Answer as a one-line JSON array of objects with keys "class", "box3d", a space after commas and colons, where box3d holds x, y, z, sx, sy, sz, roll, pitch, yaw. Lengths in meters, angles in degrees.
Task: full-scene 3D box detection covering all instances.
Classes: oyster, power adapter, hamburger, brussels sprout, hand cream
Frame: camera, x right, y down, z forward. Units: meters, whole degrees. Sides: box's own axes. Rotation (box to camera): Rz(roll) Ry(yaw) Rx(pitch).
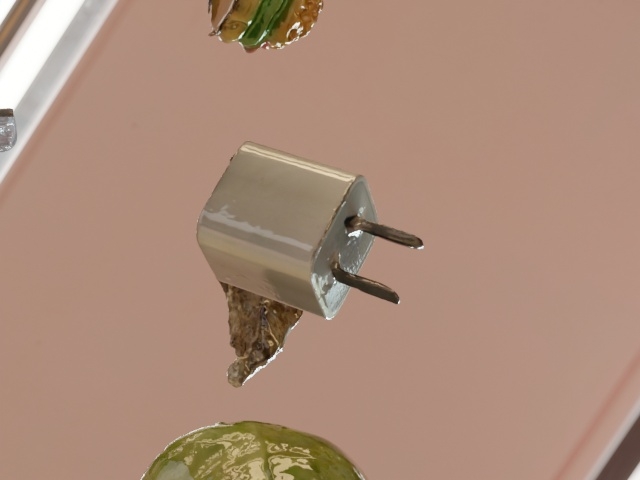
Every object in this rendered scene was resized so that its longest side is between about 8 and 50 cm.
[{"class": "oyster", "box3d": [-0.070, 0.045, 2.090, 0.204, 0.396, 0.111, 3, 179, -42]}, {"class": "power adapter", "box3d": [0.000, 0.000, 1.249, 0.205, 0.130, 0.125, 20, 155, 23]}, {"class": "hamburger", "box3d": [-0.066, -0.390, 1.867, 0.149, 0.237, 0.237, 16, -172, -17]}, {"class": "brussels sprout", "box3d": [-0.084, 0.351, 1.459, 0.328, 0.328, 0.247, 32, -156, -23]}, {"class": "hand cream", "box3d": [-0.192, -0.068, 0.733, 0.030, 0.019, 0.093, -3, 173, -10]}]
